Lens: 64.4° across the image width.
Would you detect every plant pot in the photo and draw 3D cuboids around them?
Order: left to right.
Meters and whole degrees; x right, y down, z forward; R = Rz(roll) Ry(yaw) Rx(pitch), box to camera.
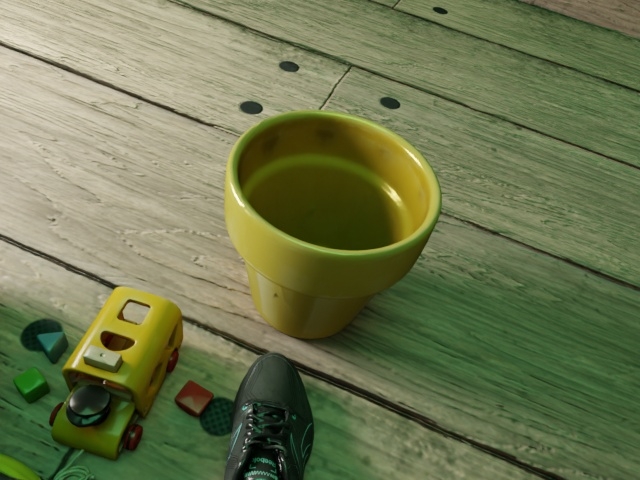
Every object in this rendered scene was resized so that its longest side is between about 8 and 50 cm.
[{"bbox_3d":[0.000,0.000,0.667,0.253,0.239,0.254,7,47,-7],"label":"plant pot"}]

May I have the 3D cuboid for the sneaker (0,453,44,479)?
[{"bbox_3d":[-0.237,0.266,0.435,0.299,0.121,0.111,12,71,2],"label":"sneaker"}]

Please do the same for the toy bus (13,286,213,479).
[{"bbox_3d":[-0.233,0.149,0.568,0.190,0.104,0.202,-20,56,-28],"label":"toy bus"}]

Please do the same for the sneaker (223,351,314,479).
[{"bbox_3d":[-0.051,0.230,0.540,0.101,0.106,0.267,6,46,-7],"label":"sneaker"}]
